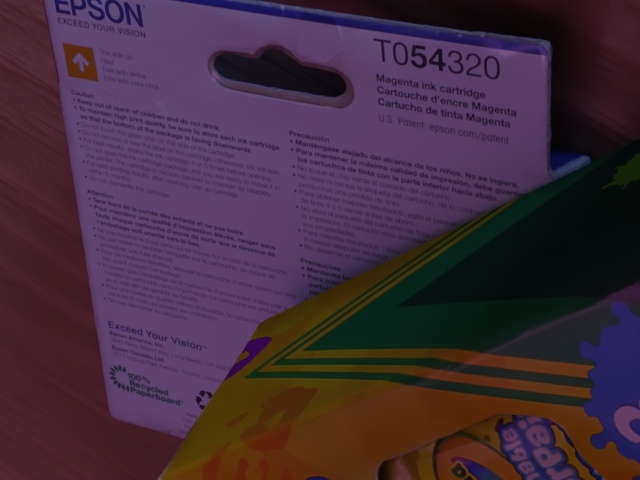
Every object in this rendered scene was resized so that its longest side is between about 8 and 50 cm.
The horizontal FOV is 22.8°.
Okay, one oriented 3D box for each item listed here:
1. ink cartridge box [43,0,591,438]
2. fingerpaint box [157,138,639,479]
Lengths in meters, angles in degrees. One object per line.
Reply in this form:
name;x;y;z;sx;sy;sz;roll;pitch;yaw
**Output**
ink cartridge box;0.000;0.000;0.950;0.324;0.071;0.330;13;124;26
fingerpaint box;0.200;0.189;0.815;0.371;0.163;0.445;-26;108;33
